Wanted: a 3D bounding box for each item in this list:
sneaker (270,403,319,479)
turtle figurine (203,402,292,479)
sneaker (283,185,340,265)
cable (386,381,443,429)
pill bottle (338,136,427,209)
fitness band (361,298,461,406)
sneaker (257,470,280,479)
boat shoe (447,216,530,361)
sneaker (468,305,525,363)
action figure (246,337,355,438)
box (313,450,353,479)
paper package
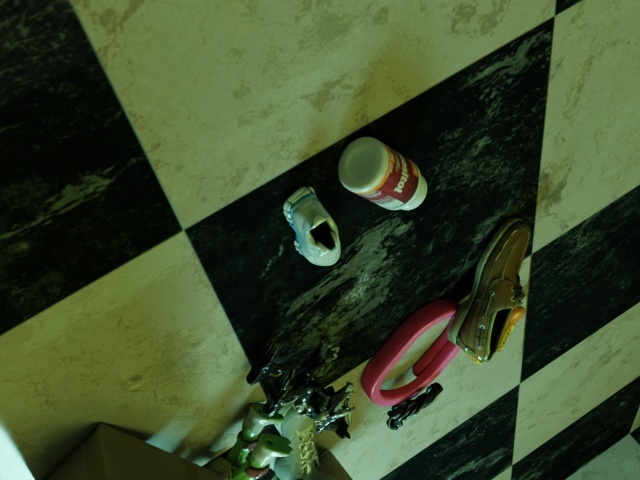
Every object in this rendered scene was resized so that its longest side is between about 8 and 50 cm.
[{"bbox_3d":[-0.036,0.426,1.708,0.099,0.121,0.262,-18,141,-29],"label":"sneaker"},{"bbox_3d":[-0.125,0.472,1.621,0.266,0.274,0.198,-58,176,20],"label":"turtle figurine"},{"bbox_3d":[0.000,0.000,1.285,0.071,0.083,0.191,-37,147,-5],"label":"sneaker"},{"bbox_3d":[0.221,0.378,1.924,0.150,0.047,0.184,-41,168,11],"label":"cable"},{"bbox_3d":[0.100,-0.097,1.262,0.086,0.086,0.152,-49,145,15],"label":"pill bottle"},{"bbox_3d":[0.210,0.247,1.792,0.209,0.054,0.291,12,121,-49],"label":"fitness band"},{"bbox_3d":[-0.155,0.642,1.818,0.275,0.107,0.110,-54,162,-19],"label":"sneaker"},{"bbox_3d":[0.373,0.105,1.695,0.110,0.104,0.307,-5,122,-45],"label":"boat shoe"},{"bbox_3d":[0.424,0.225,1.953,0.175,0.067,0.064,-46,144,8],"label":"sneaker"},{"bbox_3d":[-0.003,0.279,1.542,0.141,0.164,0.275,-44,141,16],"label":"action figure"},{"bbox_3d":[0.021,0.580,1.794,0.121,0.148,0.311,-37,-179,-3],"label":"box"},{"bbox_3d":[-0.280,0.505,1.341,0.168,0.325,0.309,-45,128,9],"label":"paper package"}]
